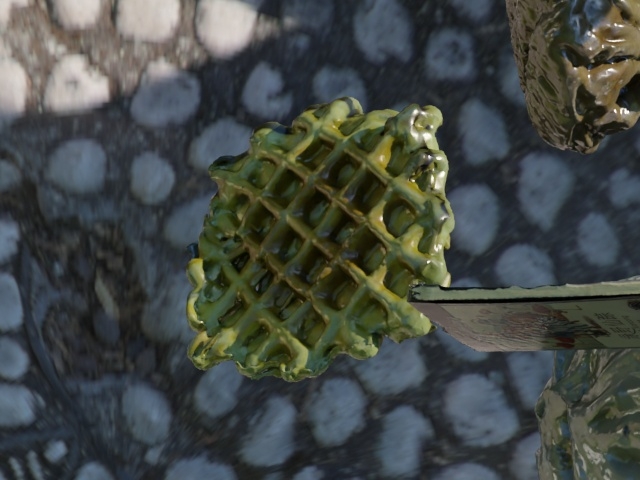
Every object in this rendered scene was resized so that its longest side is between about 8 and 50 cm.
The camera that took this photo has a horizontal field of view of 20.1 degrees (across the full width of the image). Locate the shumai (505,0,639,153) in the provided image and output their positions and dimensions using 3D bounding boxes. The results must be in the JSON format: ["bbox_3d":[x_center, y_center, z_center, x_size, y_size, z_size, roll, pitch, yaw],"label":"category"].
[{"bbox_3d":[0.241,-0.176,1.452,0.175,0.206,0.166,-12,55,4],"label":"shumai"}]

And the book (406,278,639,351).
[{"bbox_3d":[0.206,0.065,1.493,0.231,0.157,0.026,-3,70,29],"label":"book"}]

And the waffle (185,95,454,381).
[{"bbox_3d":[0.000,0.000,1.773,0.297,0.073,0.317,-14,55,26],"label":"waffle"}]

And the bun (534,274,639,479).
[{"bbox_3d":[0.302,0.194,1.677,0.194,0.354,0.355,0,81,-9],"label":"bun"}]
